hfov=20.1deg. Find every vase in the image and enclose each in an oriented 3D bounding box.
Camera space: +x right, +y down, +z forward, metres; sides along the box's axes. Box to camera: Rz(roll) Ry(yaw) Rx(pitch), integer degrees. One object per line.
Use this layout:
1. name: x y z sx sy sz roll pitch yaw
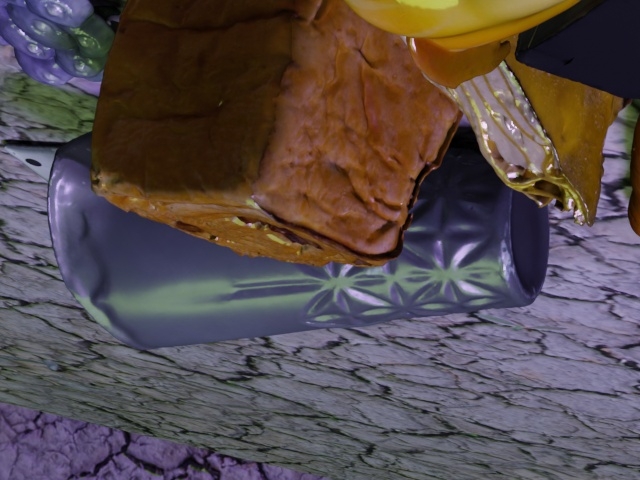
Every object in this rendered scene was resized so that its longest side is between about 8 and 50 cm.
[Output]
1. vase: 0.000 0.000 1.209 0.301 0.156 0.251 -2 153 24

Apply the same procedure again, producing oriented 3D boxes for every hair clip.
1. hair clip: -0.169 -0.145 0.997 0.124 0.052 0.195 7 159 38

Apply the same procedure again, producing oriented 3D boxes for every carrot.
1. carrot: 0.207 -0.038 1.090 0.043 0.043 0.248 10 166 9

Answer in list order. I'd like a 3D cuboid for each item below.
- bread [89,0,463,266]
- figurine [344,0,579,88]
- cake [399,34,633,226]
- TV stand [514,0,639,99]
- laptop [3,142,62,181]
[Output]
1. bread: -0.023 -0.067 0.967 0.149 0.143 0.158 8 166 36
2. figurine: 0.044 -0.154 0.651 0.156 0.131 0.246 31 166 39
3. cake: 0.081 -0.079 0.909 0.080 0.116 0.185 1 167 41
4. TV stand: 0.173 -0.128 0.702 0.088 0.082 0.269 15 166 -14
5. laptop: -0.090 -0.031 1.395 0.269 0.015 0.187 5 162 26
